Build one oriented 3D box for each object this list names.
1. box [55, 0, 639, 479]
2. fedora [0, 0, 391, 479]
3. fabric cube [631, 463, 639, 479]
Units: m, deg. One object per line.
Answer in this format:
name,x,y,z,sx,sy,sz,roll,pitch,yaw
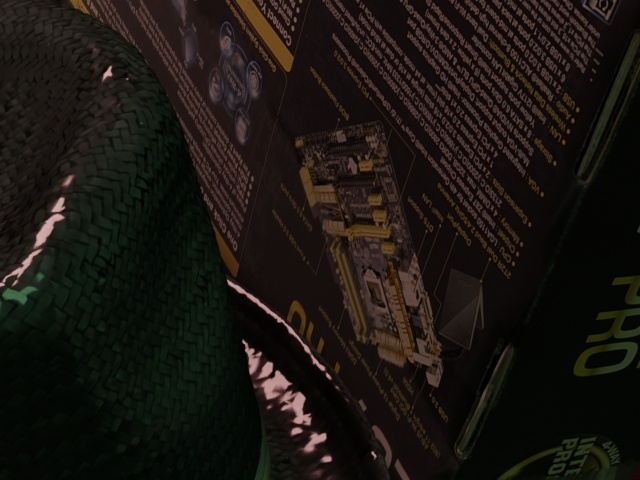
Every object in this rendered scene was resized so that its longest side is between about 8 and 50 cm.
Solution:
box,0.023,-0.120,0.712,0.097,0.318,0.395,-4,41,-31
fedora,-0.125,0.018,0.589,0.334,0.152,0.334,3,28,-2
fabric cube,0.286,0.064,0.759,0.254,0.259,0.258,2,41,-32
